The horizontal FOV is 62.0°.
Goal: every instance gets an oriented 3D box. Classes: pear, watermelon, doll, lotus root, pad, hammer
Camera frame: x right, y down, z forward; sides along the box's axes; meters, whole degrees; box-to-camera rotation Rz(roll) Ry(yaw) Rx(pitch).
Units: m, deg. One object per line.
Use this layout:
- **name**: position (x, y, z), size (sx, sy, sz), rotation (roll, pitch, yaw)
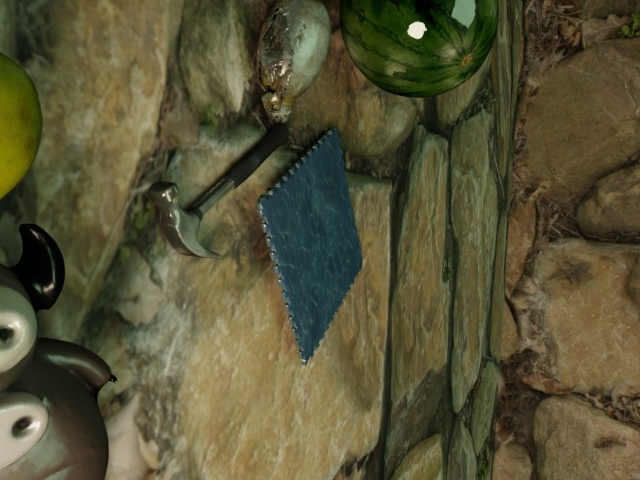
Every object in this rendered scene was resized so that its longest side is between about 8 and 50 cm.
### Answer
- **pear**: position (-0.226, -0.068, 0.312), size (0.131, 0.107, 0.107), rotation (-77, 152, -46)
- **watermelon**: position (0.146, -0.338, 0.806), size (0.242, 0.242, 0.243), rotation (-10, 102, -60)
- **doll**: position (-0.217, 0.113, 0.327), size (0.182, 0.117, 0.258), rotation (-31, 124, -40)
- **lotus root**: position (-0.036, -0.230, 0.655), size (0.088, 0.088, 0.165), rotation (18, 87, -60)
- **pad**: position (0.000, 0.000, 0.785), size (0.269, 0.012, 0.270), rotation (-56, 139, -49)
- **hammer**: position (-0.095, -0.070, 0.617), size (0.246, 0.029, 0.103), rotation (-53, 136, -47)
